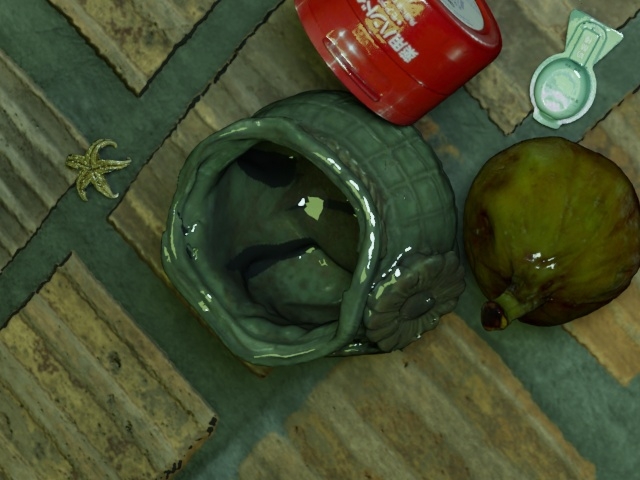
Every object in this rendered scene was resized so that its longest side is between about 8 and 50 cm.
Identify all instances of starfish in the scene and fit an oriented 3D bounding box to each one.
[{"bbox_3d":[-0.272,-0.083,1.650,0.078,0.028,0.091,34,119,10],"label":"starfish"}]

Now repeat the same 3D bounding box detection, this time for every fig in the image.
[{"bbox_3d":[0.193,0.020,1.345,0.190,0.290,0.190,27,136,29],"label":"fig"}]

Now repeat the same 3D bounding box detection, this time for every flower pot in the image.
[{"bbox_3d":[0.000,0.000,1.429,0.302,0.213,0.302,11,110,33],"label":"flower pot"}]

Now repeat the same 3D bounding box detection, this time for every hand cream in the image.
[{"bbox_3d":[0.079,-0.222,1.366,0.125,0.193,0.193,-39,87,24],"label":"hand cream"}]

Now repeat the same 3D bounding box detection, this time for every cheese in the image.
[{"bbox_3d":[0.254,-0.169,1.395,0.067,0.026,0.120,31,114,13],"label":"cheese"}]
